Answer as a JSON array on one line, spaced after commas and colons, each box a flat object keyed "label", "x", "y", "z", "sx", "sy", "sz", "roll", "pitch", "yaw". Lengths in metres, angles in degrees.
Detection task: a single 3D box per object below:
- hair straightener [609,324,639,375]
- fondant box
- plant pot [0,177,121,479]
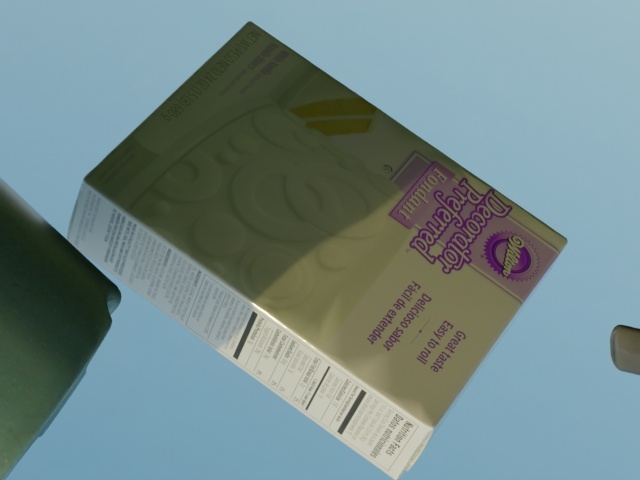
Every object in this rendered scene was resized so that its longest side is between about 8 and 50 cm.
[{"label": "hair straightener", "x": 0.298, "y": 0.108, "z": 1.264, "sx": 0.089, "sy": 0.047, "sz": 0.230, "roll": -13, "pitch": -158, "yaw": -32}, {"label": "fondant box", "x": 0.000, "y": 0.000, "z": 1.363, "sx": 0.330, "sy": 0.096, "sz": 0.238, "roll": 36, "pitch": -128, "yaw": 7}, {"label": "plant pot", "x": -0.336, "y": 0.032, "z": 1.116, "sx": 0.334, "sy": 0.341, "sz": 0.341, "roll": 39, "pitch": -154, "yaw": -10}]
